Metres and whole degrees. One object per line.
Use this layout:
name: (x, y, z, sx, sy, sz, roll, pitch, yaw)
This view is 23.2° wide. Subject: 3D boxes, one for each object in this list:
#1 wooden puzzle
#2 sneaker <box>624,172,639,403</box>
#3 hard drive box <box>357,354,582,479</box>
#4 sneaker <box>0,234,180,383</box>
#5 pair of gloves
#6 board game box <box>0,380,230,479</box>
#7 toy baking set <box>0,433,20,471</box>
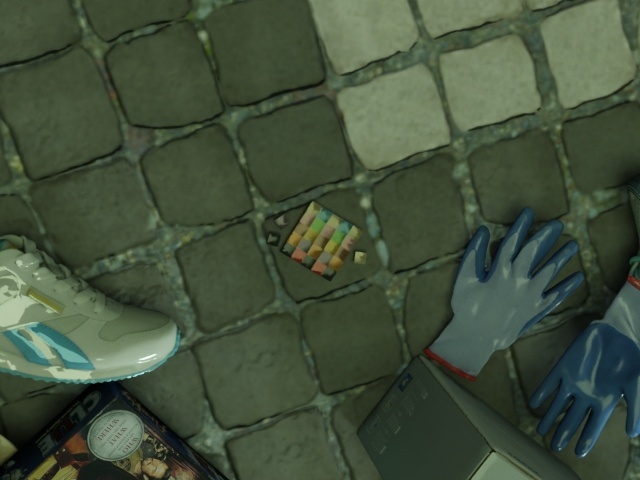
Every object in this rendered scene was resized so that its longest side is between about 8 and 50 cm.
wooden puzzle: (0.000, 0.000, 1.254, 0.083, 0.006, 0.049, 31, 95, -15)
sneaker: (0.289, 0.082, 1.272, 0.122, 0.110, 0.283, -21, 105, -1)
hard drive box: (0.142, 0.202, 1.206, 0.181, 0.232, 0.089, 37, 94, -15)
sneaker: (-0.217, 0.049, 1.185, 0.229, 0.087, 0.092, 9, 103, -13)
pair of gloves: (0.189, 0.077, 1.258, 0.198, 0.023, 0.159, 34, 107, 10)
board game box: (-0.202, 0.239, 1.229, 0.243, 0.042, 0.165, -43, 123, 1)
toy baking set: (-0.372, 0.184, 1.195, 0.256, 0.030, 0.197, 19, 107, -9)
